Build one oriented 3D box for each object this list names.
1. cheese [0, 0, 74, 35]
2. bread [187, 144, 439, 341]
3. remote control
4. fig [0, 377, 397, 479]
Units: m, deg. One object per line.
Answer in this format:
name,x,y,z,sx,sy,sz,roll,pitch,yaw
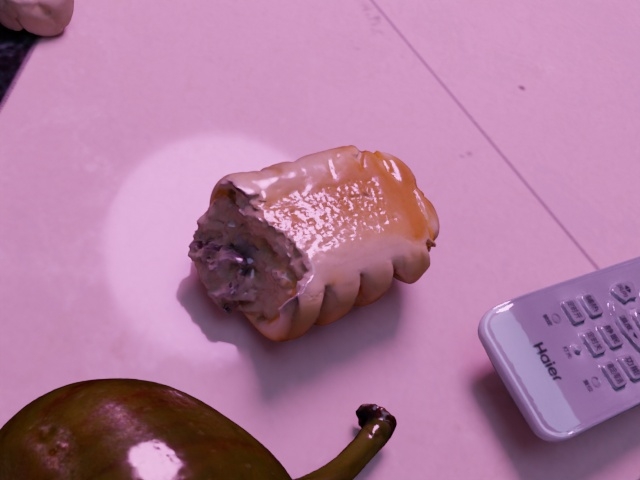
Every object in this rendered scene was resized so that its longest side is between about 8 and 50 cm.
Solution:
cheese,-0.239,-0.253,0.682,0.065,0.043,0.193,-3,62,-14
bread,0.000,0.000,0.573,0.177,0.084,0.119,-18,68,-28
remote control,0.249,0.068,0.635,0.294,0.051,0.103,-14,65,-30
fig,-0.057,0.155,0.459,0.259,0.151,0.151,11,51,-45
